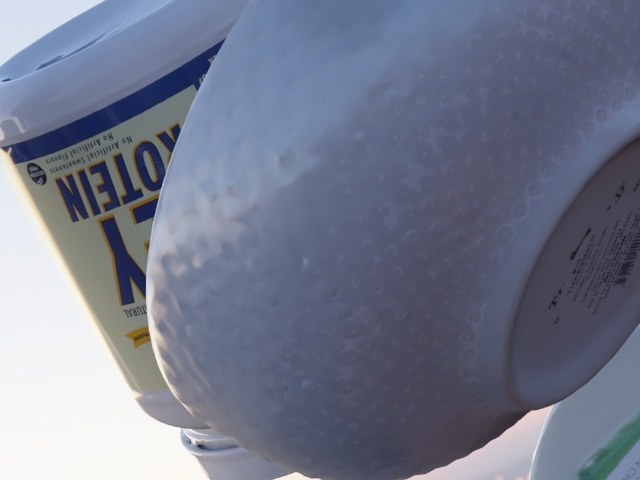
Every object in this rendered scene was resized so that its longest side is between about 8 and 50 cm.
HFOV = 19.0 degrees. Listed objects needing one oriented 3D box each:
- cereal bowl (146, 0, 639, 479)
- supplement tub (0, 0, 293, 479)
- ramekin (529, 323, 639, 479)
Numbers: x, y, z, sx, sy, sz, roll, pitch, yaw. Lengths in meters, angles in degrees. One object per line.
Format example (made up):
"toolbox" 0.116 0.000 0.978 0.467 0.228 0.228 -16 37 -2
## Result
"cereal bowl" 0.082 -0.022 0.921 0.339 0.141 0.339 -36 -36 -33
"supplement tub" -0.073 -0.015 1.353 0.235 0.325 0.235 -26 16 8
"ramekin" 0.295 0.189 1.381 0.303 0.303 0.148 -30 -38 30
